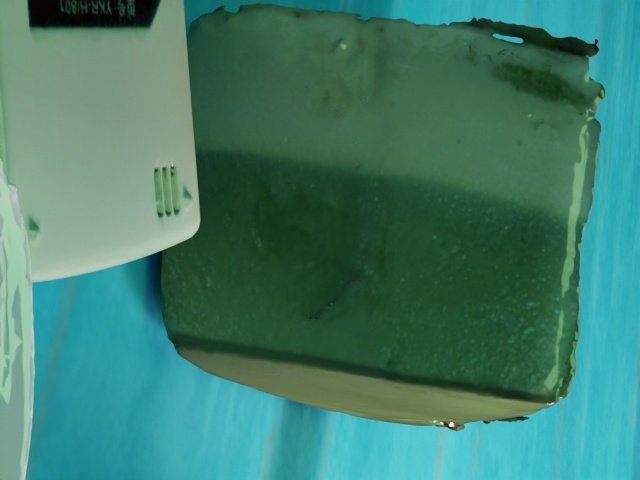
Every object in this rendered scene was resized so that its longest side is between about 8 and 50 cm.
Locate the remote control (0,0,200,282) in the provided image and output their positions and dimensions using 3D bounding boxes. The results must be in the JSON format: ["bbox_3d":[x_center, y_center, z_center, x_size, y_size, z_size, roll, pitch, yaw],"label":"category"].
[{"bbox_3d":[-0.100,-0.160,0.577,0.145,0.050,0.344,-15,101,-67],"label":"remote control"}]

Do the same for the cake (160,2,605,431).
[{"bbox_3d":[0.001,0.001,0.814,0.283,0.172,0.158,141,-42,-76],"label":"cake"}]

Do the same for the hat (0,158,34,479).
[{"bbox_3d":[-0.154,0.030,0.334,0.203,0.126,0.203,-2,90,-67],"label":"hat"}]
